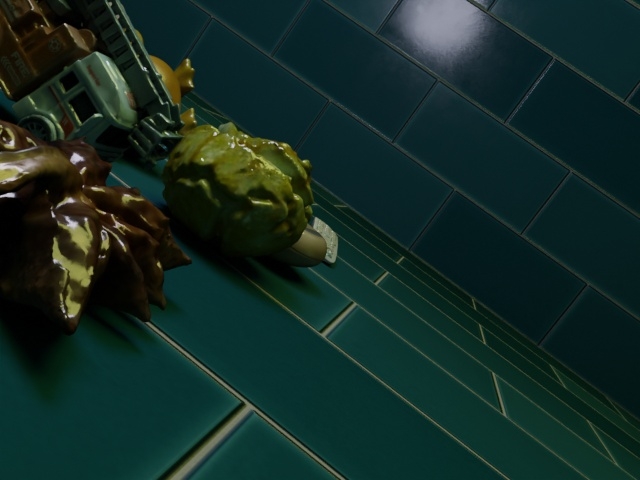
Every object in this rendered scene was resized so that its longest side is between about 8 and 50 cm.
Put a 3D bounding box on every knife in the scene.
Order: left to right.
[{"bbox_3d":[-0.320,-0.175,1.221,0.044,0.026,0.296,24,10,-2],"label":"knife"}]

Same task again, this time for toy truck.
[{"bbox_3d":[-0.310,-0.227,0.820,0.338,0.185,0.133,59,10,3],"label":"toy truck"}]

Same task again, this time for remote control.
[{"bbox_3d":[0.000,0.000,1.478,0.073,0.044,0.229,44,15,-11],"label":"remote control"}]

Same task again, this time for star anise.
[{"bbox_3d":[-0.221,-0.029,0.530,0.292,0.108,0.350,35,8,29],"label":"star anise"}]

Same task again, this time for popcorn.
[{"bbox_3d":[-0.119,-0.071,0.945,0.221,0.183,0.204,25,-9,21],"label":"popcorn"}]

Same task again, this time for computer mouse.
[{"bbox_3d":[-0.094,-0.029,1.116,0.237,0.082,0.145,37,9,24],"label":"computer mouse"}]

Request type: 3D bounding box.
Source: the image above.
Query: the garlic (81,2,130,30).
[{"bbox_3d":[-0.568,-0.480,1.578,0.219,0.219,0.211,26,53,-49],"label":"garlic"}]

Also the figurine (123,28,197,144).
[{"bbox_3d":[-0.325,-0.240,1.066,0.215,0.215,0.228,41,2,30],"label":"figurine"}]
